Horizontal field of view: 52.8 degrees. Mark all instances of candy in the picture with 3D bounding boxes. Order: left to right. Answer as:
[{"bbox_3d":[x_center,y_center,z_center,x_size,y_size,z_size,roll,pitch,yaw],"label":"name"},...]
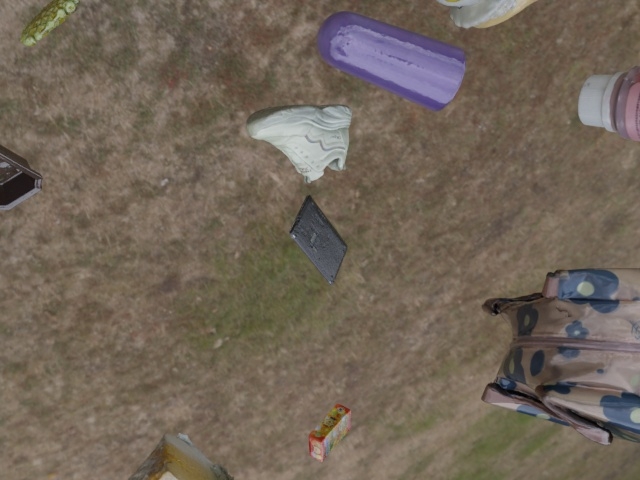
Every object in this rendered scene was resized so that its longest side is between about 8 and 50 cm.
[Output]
[{"bbox_3d":[0.022,0.425,1.434,0.122,0.038,0.062,-36,134,-47],"label":"candy"}]

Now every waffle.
[{"bbox_3d":[-0.644,-0.533,1.532,0.183,0.169,0.036,-43,129,-2],"label":"waffle"}]

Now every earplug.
[{"bbox_3d":[0.205,-0.569,1.990,0.456,0.215,0.215,16,120,-19],"label":"earplug"}]

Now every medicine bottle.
[{"bbox_3d":[0.622,-0.255,1.209,0.147,0.247,0.147,-14,112,-39],"label":"medicine bottle"}]

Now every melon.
[{"bbox_3d":[-0.165,0.262,0.656,0.139,0.202,0.093,-38,106,-12],"label":"melon"}]

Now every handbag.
[{"bbox_3d":[0.300,0.128,0.725,0.193,0.190,0.251,10,166,-4],"label":"handbag"}]

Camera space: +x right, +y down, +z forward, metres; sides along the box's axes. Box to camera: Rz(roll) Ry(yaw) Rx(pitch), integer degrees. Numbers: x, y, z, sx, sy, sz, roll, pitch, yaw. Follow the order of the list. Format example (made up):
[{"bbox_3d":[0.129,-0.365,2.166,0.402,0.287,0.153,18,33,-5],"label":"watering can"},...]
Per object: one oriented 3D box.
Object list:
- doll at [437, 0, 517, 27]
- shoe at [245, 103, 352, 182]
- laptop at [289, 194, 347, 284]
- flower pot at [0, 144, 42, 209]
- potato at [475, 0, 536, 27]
[{"bbox_3d":[0.145,-0.365,0.807,0.293,0.119,0.138,23,151,-31],"label":"doll"},{"bbox_3d":[-0.044,-0.259,1.740,0.342,0.132,0.210,-11,102,-41],"label":"shoe"},{"bbox_3d":[0.000,0.000,1.473,0.016,0.129,0.180,-10,131,36],"label":"laptop"},{"bbox_3d":[-0.823,-0.179,1.585,0.179,0.084,0.251,-28,152,10],"label":"flower pot"},{"bbox_3d":[0.301,-0.433,0.961,0.235,0.128,0.161,-33,122,11],"label":"potato"}]
